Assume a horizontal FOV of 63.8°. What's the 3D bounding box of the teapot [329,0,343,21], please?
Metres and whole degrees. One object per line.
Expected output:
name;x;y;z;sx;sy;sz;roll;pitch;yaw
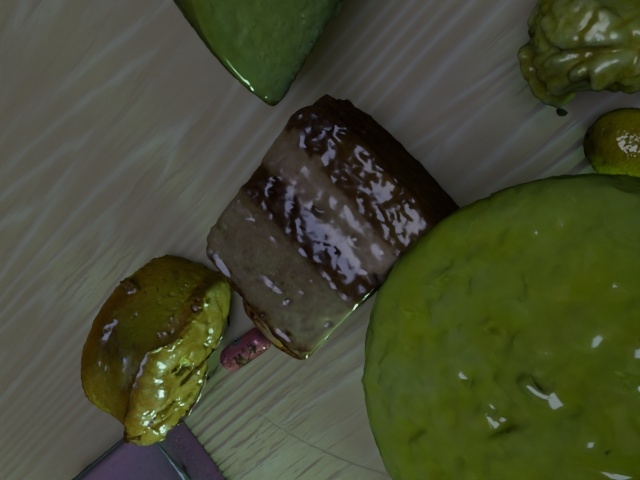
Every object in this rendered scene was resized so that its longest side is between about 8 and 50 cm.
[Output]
teapot;-0.011;-0.298;0.628;0.067;0.083;0.057;-22;97;16

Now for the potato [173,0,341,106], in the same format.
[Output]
potato;-0.094;-0.363;0.526;0.280;0.213;0.330;36;94;37

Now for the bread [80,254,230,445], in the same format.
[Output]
bread;-0.236;0.147;0.710;0.160;0.147;0.260;28;92;19

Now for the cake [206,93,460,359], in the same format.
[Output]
cake;0.000;0.000;0.623;0.199;0.196;0.293;45;112;7

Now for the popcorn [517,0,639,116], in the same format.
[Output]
popcorn;0.305;-0.203;0.504;0.195;0.168;0.173;23;128;13

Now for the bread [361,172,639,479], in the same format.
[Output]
bread;0.222;0.109;0.444;0.348;0.308;0.348;-1;89;49

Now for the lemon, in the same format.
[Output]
lemon;0.343;-0.098;0.559;0.111;0.082;0.082;33;107;16

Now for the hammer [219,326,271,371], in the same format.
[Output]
hammer;-0.111;0.160;0.757;0.083;0.043;0.043;-35;88;19

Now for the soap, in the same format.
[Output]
soap;-0.291;0.408;0.830;0.259;0.081;0.181;-42;85;17
